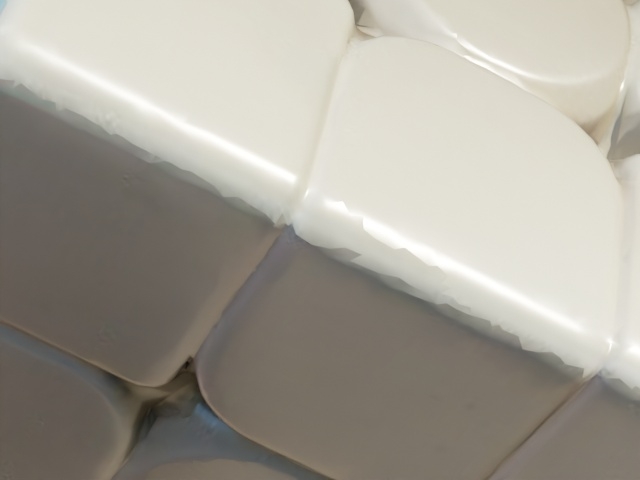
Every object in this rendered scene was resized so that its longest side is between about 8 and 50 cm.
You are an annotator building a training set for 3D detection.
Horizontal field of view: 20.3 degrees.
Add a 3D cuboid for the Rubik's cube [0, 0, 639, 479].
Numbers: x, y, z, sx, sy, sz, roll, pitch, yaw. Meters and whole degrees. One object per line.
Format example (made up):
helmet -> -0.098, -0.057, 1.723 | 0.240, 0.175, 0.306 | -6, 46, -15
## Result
Rubik's cube -> 0.000, 0.000, 0.665 | 0.290, 0.291, 0.291 | -54, 17, 43
